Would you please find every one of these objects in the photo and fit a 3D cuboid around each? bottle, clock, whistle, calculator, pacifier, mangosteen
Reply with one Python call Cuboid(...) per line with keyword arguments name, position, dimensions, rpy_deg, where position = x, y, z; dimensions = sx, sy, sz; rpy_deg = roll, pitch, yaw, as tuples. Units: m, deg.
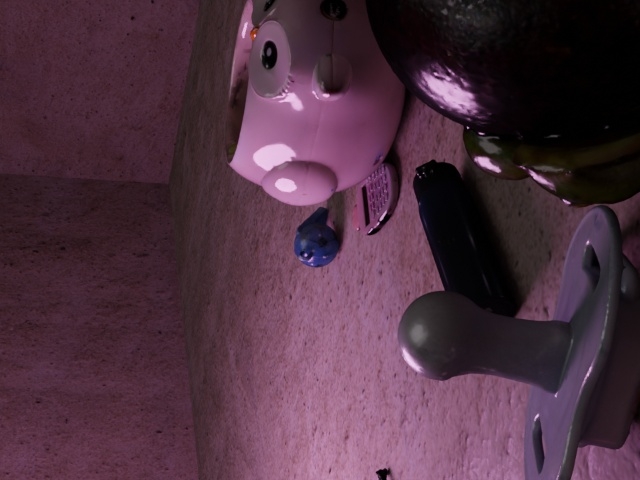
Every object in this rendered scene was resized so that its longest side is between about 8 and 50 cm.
Cuboid(name="bottle", position=(0.172, 0.003, 1.164), dimensions=(0.072, 0.082, 0.244), rpy_deg=(-28, 48, 17))
Cuboid(name="clock", position=(0.002, -0.248, 1.438), dimensions=(0.376, 0.251, 0.368), rpy_deg=(125, 149, -67))
Cuboid(name="whistle", position=(0.000, 0.000, 1.734), dimensions=(0.158, 0.090, 0.090), rpy_deg=(-44, -26, -53))
Cuboid(name="calculator", position=(0.088, -0.065, 1.523), dimensions=(0.166, 0.024, 0.103), rpy_deg=(131, 138, -60))
Cuboid(name="pacifier", position=(0.184, 0.092, 0.867), dimensions=(0.238, 0.226, 0.287), rpy_deg=(-80, 2, -65))
Cuboid(name="mangosteen", position=(0.185, -0.201, 0.762), dimensions=(0.330, 0.330, 0.330), rpy_deg=(-177, 90, -73))

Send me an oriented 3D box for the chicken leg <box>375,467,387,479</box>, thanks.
Cuboid(name="chicken leg", position=(0.102, 0.391, 1.391), dimensions=(0.062, 0.037, 0.145), rpy_deg=(-63, 21, 5))
